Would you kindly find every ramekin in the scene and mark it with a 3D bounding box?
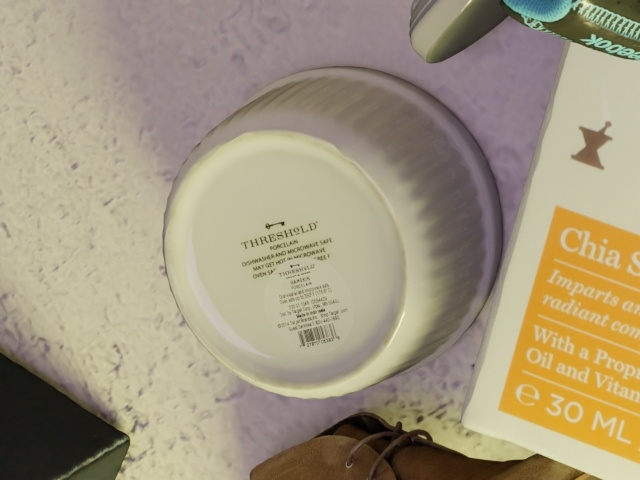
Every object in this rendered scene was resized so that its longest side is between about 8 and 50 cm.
[{"bbox_3d":[0.000,0.000,1.101,0.207,0.109,0.207,6,106,23],"label":"ramekin"}]

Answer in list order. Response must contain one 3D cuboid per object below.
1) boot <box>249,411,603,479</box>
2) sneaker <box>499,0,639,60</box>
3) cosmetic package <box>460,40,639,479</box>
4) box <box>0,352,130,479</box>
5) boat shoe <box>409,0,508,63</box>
[{"bbox_3d":[0.049,0.158,1.087,0.305,0.112,0.115,-28,81,51],"label":"boot"},{"bbox_3d":[0.108,-0.242,0.799,0.125,0.139,0.341,-34,68,46],"label":"sneaker"},{"bbox_3d":[0.253,-0.082,0.933,0.230,0.161,0.453,20,110,19],"label":"cosmetic package"},{"bbox_3d":[-0.468,0.247,1.278,0.471,0.297,0.480,32,114,15],"label":"box"},{"bbox_3d":[0.114,-0.207,1.018,0.081,0.079,0.227,46,113,18],"label":"boat shoe"}]
